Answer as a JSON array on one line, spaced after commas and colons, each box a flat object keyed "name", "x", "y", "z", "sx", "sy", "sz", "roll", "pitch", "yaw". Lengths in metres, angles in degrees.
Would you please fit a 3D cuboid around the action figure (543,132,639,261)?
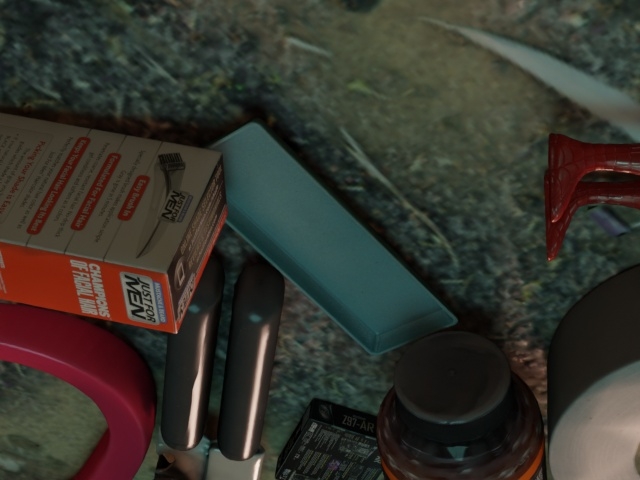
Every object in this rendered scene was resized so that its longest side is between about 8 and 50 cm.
[{"name": "action figure", "x": 0.255, "y": 0.018, "z": 0.638, "sx": 0.280, "sy": 0.139, "sz": 0.091, "roll": -1, "pitch": 162, "yaw": 8}]

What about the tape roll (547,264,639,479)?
[{"name": "tape roll", "x": 0.247, "y": 0.103, "z": 0.777, "sx": 0.219, "sy": 0.072, "sz": 0.219, "roll": 5, "pitch": 136, "yaw": 5}]

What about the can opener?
[{"name": "can opener", "x": -0.074, "y": 0.134, "z": 0.847, "sx": 0.075, "sy": 0.095, "sz": 0.283, "roll": 10, "pitch": 137, "yaw": -1}]

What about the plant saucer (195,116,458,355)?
[{"name": "plant saucer", "x": 0.000, "y": 0.000, "z": 0.751, "sx": 0.067, "sy": 0.018, "sz": 0.192, "roll": -25, "pitch": 128, "yaw": 31}]

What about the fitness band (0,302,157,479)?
[{"name": "fitness band", "x": -0.234, "y": 0.135, "z": 0.913, "sx": 0.209, "sy": 0.054, "sz": 0.291, "roll": 21, "pitch": 137, "yaw": -16}]

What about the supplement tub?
[{"name": "supplement tub", "x": 0.092, "y": 0.146, "z": 0.825, "sx": 0.106, "sy": 0.106, "sz": 0.198, "roll": -1, "pitch": 135, "yaw": 11}]

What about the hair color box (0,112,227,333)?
[{"name": "hair color box", "x": -0.143, "y": -0.014, "z": 0.691, "sx": 0.167, "sy": 0.093, "sz": 0.053, "roll": 10, "pitch": 138, "yaw": 11}]

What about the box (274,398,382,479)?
[{"name": "box", "x": 0.012, "y": 0.149, "z": 0.904, "sx": 0.067, "sy": 0.018, "sz": 0.083, "roll": 17, "pitch": 136, "yaw": -8}]
